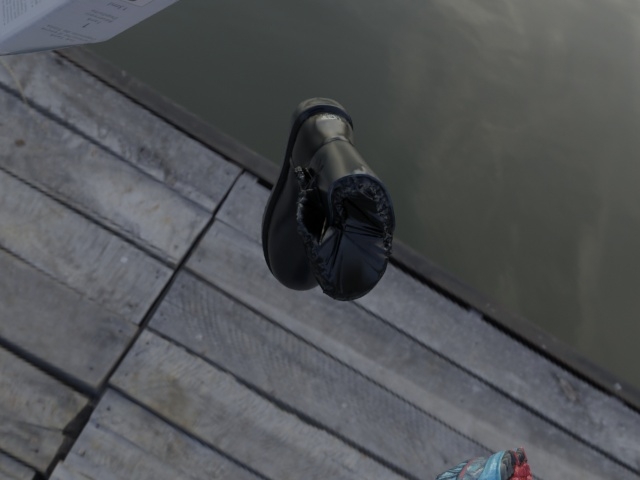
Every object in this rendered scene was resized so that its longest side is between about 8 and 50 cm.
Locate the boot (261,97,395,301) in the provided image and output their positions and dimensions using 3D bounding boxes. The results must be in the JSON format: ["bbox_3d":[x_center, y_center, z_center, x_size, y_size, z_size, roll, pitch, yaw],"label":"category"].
[{"bbox_3d":[0.000,0.000,0.785,0.094,0.246,0.207,3,33,-12],"label":"boot"}]

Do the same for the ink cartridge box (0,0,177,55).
[{"bbox_3d":[-0.177,-0.206,0.472,0.066,0.232,0.188,3,76,-50],"label":"ink cartridge box"}]

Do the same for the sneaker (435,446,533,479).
[{"bbox_3d":[0.225,0.339,1.058,0.262,0.125,0.104,45,37,-58],"label":"sneaker"}]
